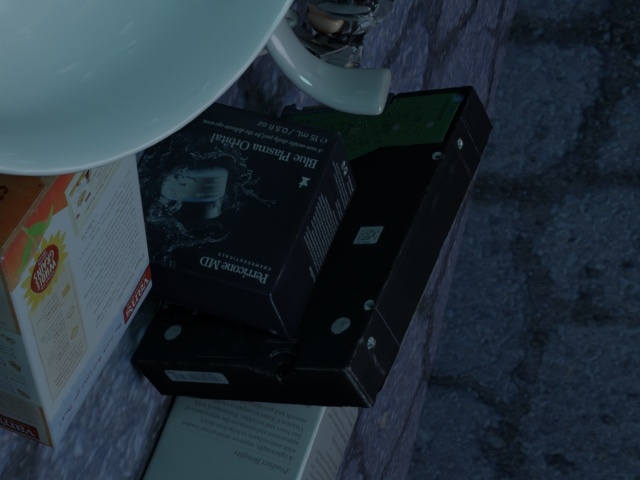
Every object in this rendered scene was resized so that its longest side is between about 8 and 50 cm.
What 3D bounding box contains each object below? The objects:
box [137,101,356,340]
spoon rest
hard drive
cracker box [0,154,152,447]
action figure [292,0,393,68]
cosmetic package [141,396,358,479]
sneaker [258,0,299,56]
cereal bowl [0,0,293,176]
[{"bbox_3d":[-0.073,-0.021,1.062,0.093,0.156,0.158,70,38,-61],"label":"box"},{"bbox_3d":[-0.016,-0.212,0.894,0.137,0.084,0.276,-74,155,-50],"label":"spoon rest"},{"bbox_3d":[0.000,0.000,1.177,0.064,0.237,0.339,57,45,-37],"label":"hard drive"},{"bbox_3d":[-0.183,0.014,0.859,0.232,0.067,0.155,92,20,-52],"label":"cracker box"},{"bbox_3d":[0.050,-0.247,1.034,0.185,0.099,0.285,-65,172,-61],"label":"action figure"},{"bbox_3d":[-0.068,0.215,1.294,0.151,0.151,0.183,65,43,-66],"label":"cosmetic package"},{"bbox_3d":[-0.074,-0.250,0.969,0.118,0.110,0.292,-46,148,-42],"label":"sneaker"},{"bbox_3d":[-0.146,-0.210,0.607,0.339,0.141,0.339,-27,128,-40],"label":"cereal bowl"}]
